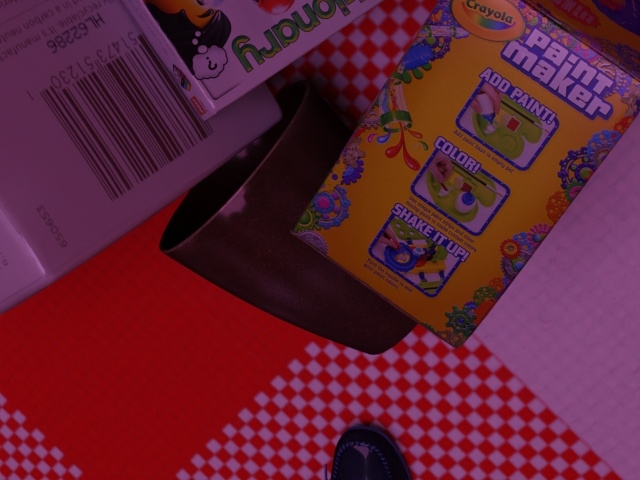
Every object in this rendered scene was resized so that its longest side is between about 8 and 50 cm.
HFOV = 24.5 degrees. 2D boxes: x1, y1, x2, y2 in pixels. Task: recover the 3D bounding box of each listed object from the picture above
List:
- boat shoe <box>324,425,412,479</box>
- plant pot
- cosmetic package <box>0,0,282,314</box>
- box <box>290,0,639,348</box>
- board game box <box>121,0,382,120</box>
[{"bbox_3d":[0.058,0.330,1.597,0.109,0.089,0.258,-2,110,22],"label":"boat shoe"},{"bbox_3d":[0.000,0.000,1.434,0.230,0.215,0.215,41,121,-14],"label":"plant pot"},{"bbox_3d":[-0.325,-0.112,1.373,0.393,0.329,0.327,-27,100,46],"label":"cosmetic package"},{"bbox_3d":[0.156,-0.111,1.262,0.177,0.290,0.279,35,120,5],"label":"box"},{"bbox_3d":[-0.031,-0.268,1.295,0.305,0.053,0.193,-36,97,-16],"label":"board game box"}]
